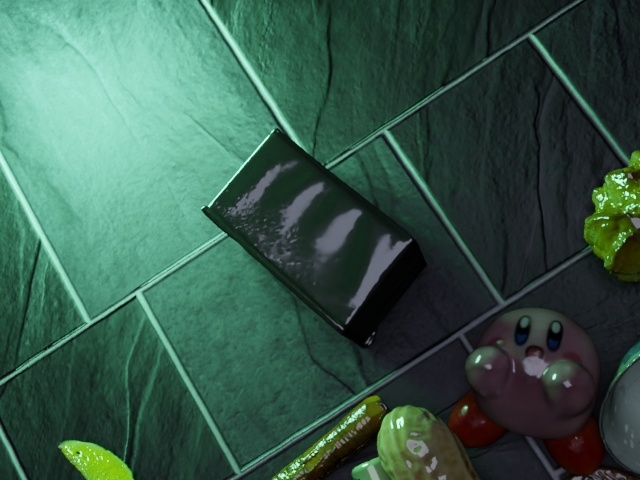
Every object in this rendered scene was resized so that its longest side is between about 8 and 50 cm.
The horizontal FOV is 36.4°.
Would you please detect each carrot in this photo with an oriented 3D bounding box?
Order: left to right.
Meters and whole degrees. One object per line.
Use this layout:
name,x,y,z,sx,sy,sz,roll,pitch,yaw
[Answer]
carrot,0.019,0.379,1.763,0.260,0.070,0.070,-38,73,2

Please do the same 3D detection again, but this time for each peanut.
peanut,0.220,0.424,1.664,0.140,0.153,0.325,-42,88,21

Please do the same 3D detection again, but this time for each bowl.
bowl,0.601,0.235,1.612,0.314,0.313,0.146,-15,31,8

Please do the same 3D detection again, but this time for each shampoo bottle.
shampoo bottle,0.118,0.465,1.716,0.079,0.079,0.162,-24,75,6

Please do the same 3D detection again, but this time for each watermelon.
watermelon,-0.401,0.439,1.829,0.075,0.092,0.181,-41,64,-14

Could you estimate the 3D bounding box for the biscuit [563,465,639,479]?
biscuit,0.488,0.489,1.654,0.212,0.036,0.212,-2,79,10

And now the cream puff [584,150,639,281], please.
cream puff,0.583,-0.032,1.689,0.244,0.196,0.244,6,108,18

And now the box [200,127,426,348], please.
box,-0.001,0.001,1.754,0.345,0.251,0.204,40,88,17

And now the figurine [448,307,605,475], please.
figurine,0.363,0.230,1.662,0.270,0.261,0.211,10,49,19
